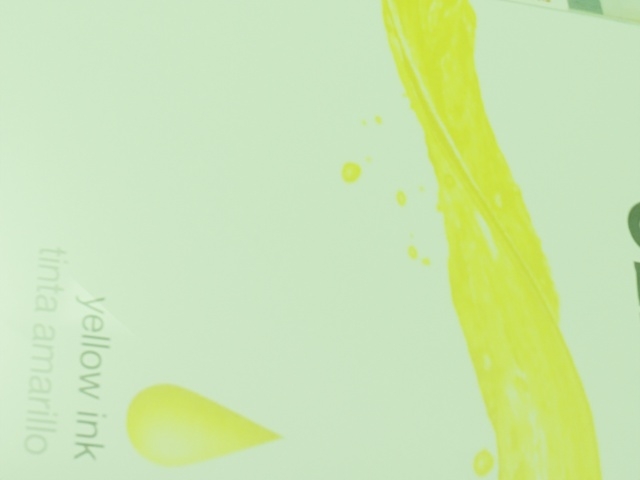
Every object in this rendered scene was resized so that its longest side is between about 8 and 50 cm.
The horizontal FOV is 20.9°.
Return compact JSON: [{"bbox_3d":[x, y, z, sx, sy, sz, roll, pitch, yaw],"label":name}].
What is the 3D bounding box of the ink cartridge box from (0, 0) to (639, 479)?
[{"bbox_3d":[0.000,0.000,0.563,0.385,0.160,0.279,8,58,-17],"label":"ink cartridge box"}]
